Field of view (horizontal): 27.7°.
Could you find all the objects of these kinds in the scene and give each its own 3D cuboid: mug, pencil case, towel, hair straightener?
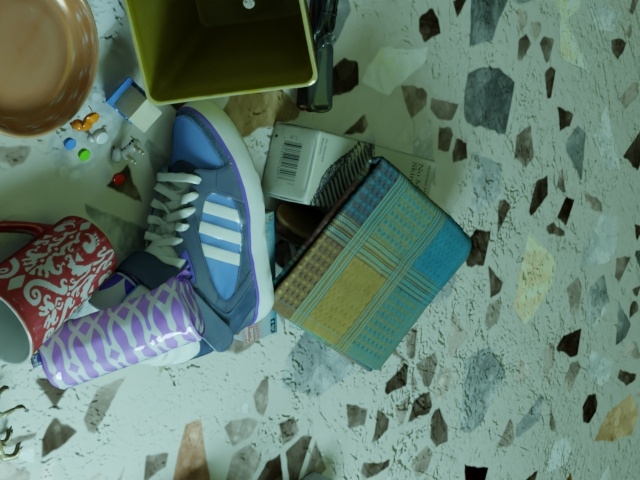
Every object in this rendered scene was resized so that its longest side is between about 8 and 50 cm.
[{"bbox_3d":[-0.332,0.037,1.518,0.169,0.113,0.150,-45,125,-42],"label":"mug"},{"bbox_3d":[-0.242,0.110,1.565,0.086,0.206,0.088,54,18,-77],"label":"pencil case"},{"bbox_3d":[0.079,0.042,1.920,0.271,0.040,0.370,-52,147,1],"label":"towel"},{"bbox_3d":[0.011,-0.292,1.821,0.047,0.089,0.230,6,97,-24],"label":"hair straightener"}]

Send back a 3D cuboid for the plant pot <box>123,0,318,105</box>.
[{"bbox_3d":[-0.111,-0.307,1.586,0.187,0.212,0.212,-73,155,-63],"label":"plant pot"}]

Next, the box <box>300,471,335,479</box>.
[{"bbox_3d":[-0.095,0.447,1.924,0.324,0.067,0.063,-26,119,-42],"label":"box"}]

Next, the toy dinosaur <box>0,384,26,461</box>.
[{"bbox_3d":[-0.408,0.235,1.551,0.092,0.053,0.183,14,82,-33],"label":"toy dinosaur"}]

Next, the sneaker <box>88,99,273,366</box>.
[{"bbox_3d":[-0.194,0.002,1.651,0.236,0.130,0.323,-24,112,-34],"label":"sneaker"}]

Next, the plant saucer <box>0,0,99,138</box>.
[{"bbox_3d":[-0.345,-0.218,1.495,0.200,0.037,0.200,-14,110,-45],"label":"plant saucer"}]

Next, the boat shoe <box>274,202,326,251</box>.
[{"bbox_3d":[0.000,0.000,1.904,0.207,0.073,0.073,15,130,-42],"label":"boat shoe"}]

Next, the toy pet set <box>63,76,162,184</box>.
[{"bbox_3d":[-0.261,-0.148,1.593,0.114,0.065,0.122,-48,148,-1],"label":"toy pet set"}]

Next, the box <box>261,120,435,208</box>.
[{"bbox_3d":[0.045,-0.095,1.909,0.275,0.094,0.113,8,95,-48],"label":"box"}]

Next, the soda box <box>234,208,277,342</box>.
[{"bbox_3d":[-0.103,0.046,1.813,0.063,0.058,0.183,-17,114,-45],"label":"soda box"}]

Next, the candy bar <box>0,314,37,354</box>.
[{"bbox_3d":[-0.349,0.126,1.598,0.161,0.018,0.040,28,79,-48],"label":"candy bar"}]
